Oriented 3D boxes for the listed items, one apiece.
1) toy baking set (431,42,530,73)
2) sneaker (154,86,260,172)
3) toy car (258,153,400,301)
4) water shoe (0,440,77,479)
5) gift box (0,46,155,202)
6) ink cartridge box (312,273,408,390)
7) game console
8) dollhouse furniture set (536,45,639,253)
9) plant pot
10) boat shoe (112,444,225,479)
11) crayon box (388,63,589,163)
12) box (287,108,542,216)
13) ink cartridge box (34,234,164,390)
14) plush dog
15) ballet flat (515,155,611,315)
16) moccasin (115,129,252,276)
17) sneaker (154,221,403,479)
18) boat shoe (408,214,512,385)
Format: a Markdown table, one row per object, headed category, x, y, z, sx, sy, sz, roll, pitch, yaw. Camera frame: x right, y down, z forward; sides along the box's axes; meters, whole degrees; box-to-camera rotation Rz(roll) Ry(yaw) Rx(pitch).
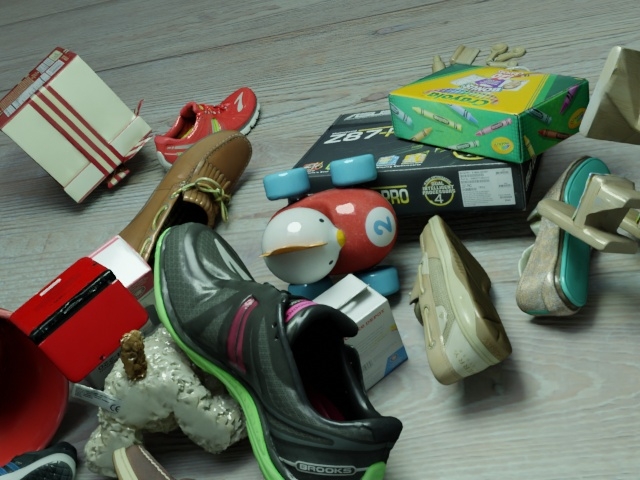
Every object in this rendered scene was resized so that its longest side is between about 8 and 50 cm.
| category | x | y | z | sx | sy | sz | roll | pitch | yaw |
| --- | --- | --- | --- | --- | --- | --- | --- | --- | --- |
| toy baking set | 0.326 | -0.349 | 1.761 | 0.197 | 0.030 | 0.256 | -10 | 38 | 14 |
| sneaker | -0.242 | -0.258 | 1.854 | 0.107 | 0.118 | 0.279 | 21 | 55 | 40 |
| toy car | 0.000 | 0.000 | 1.263 | 0.210 | 0.219 | 0.238 | -10 | 6 | 14 |
| water shoe | -0.450 | 0.358 | 1.255 | 0.203 | 0.072 | 0.080 | -18 | 15 | -2 |
| gift box | -0.515 | -0.254 | 1.847 | 0.276 | 0.258 | 0.255 | -43 | 31 | -4 |
| ink cartridge box | 0.048 | 0.126 | 1.219 | 0.092 | 0.143 | 0.090 | -35 | 39 | -18 |
| game console | -0.342 | 0.109 | 1.216 | 0.144 | 0.085 | 0.124 | -43 | 40 | -24 |
| dollhouse furniture set | 0.496 | -0.194 | 1.207 | 0.394 | 0.362 | 0.256 | 2 | 25 | -33 |
| plant pot | -0.561 | 0.211 | 1.337 | 0.275 | 0.274 | 0.243 | -40 | 30 | -22 |
| boat shoe | -0.140 | 0.358 | 1.055 | 0.123 | 0.123 | 0.342 | -30 | 41 | -23 |
| crayon box | 0.263 | -0.209 | 1.366 | 0.165 | 0.081 | 0.278 | -28 | 30 | -30 |
| box | 0.175 | -0.144 | 1.483 | 0.395 | 0.097 | 0.318 | -2 | 25 | 24 |
| ink cartridge box | -0.333 | 0.119 | 1.346 | 0.159 | 0.217 | 0.092 | -40 | 67 | -22 |
| plush dog | -0.228 | 0.197 | 1.255 | 0.263 | 0.210 | 0.225 | -18 | 14 | 6 |
| ballet flat | 0.353 | -0.011 | 1.281 | 0.106 | 0.107 | 0.316 | -26 | 24 | 44 |
| moccasin | -0.244 | -0.061 | 1.596 | 0.147 | 0.139 | 0.380 | 14 | 50 | 37 |
| sneaker | -0.052 | 0.131 | 1.132 | 0.483 | 0.185 | 0.202 | 49 | 117 | 30 |
| boat shoe | 0.177 | 0.074 | 1.238 | 0.110 | 0.121 | 0.341 | -38 | 21 | 17 |
